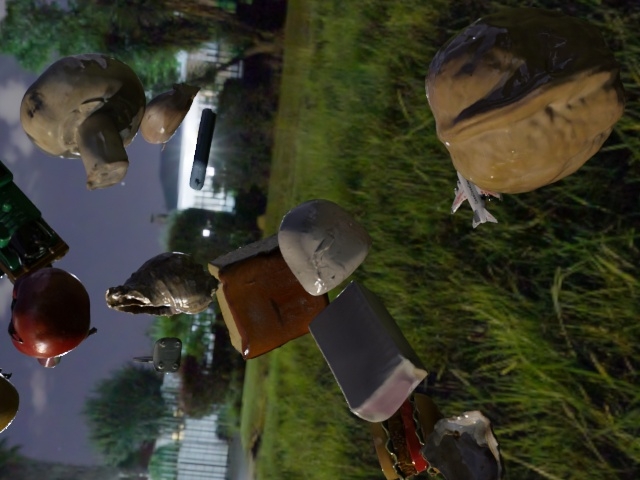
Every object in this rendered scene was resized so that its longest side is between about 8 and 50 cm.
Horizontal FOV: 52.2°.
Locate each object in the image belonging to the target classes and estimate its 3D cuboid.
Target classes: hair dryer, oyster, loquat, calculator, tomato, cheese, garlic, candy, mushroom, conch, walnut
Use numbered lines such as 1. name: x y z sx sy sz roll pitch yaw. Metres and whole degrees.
1. hair dryer: -0.627 0.247 1.635 0.154 0.054 0.106 -23 -34 -58
2. oyster: 0.304 0.455 1.281 0.161 0.107 0.233 -28 70 36
3. loquat: -0.874 0.404 1.658 0.213 0.213 0.213 -174 90 -87
4. calculator: -0.281 -0.217 1.560 0.121 0.039 0.210 117 160 -59
5. tomato: -0.528 0.141 1.278 0.187 0.151 0.187 -175 90 -70
6. cheese: 0.000 0.000 1.456 0.198 0.189 0.154 -45 24 -26
7. garlic: -0.459 -0.333 1.893 0.266 0.148 0.129 -39 58 39
8. candy: 0.127 0.298 1.796 0.208 0.145 0.359 -46 41 11
9. mushroom: -0.564 -0.282 1.633 0.336 0.314 0.314 61 161 23
10. conch: -0.399 0.108 1.678 0.210 0.291 0.159 -23 63 61
11. walnut: 0.399 -0.280 1.299 0.381 0.381 0.382 -174 90 -87

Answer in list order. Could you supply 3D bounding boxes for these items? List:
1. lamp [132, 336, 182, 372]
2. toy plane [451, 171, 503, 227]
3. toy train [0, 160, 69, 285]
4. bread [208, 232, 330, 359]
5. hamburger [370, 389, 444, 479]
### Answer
1. lamp: -0.279 0.191 1.110 0.198 0.050 0.056 -15 74 63
2. toy plane: 0.361 -0.117 1.538 0.162 0.065 0.171 -16 87 57
3. toy train: -0.816 -0.070 1.661 0.178 0.429 0.249 -44 3 -35
4. bread: -0.148 0.163 2.016 0.143 0.323 0.333 26 135 57
5. hamburger: 0.281 0.588 1.978 0.274 0.212 0.275 -15 -90 -80
